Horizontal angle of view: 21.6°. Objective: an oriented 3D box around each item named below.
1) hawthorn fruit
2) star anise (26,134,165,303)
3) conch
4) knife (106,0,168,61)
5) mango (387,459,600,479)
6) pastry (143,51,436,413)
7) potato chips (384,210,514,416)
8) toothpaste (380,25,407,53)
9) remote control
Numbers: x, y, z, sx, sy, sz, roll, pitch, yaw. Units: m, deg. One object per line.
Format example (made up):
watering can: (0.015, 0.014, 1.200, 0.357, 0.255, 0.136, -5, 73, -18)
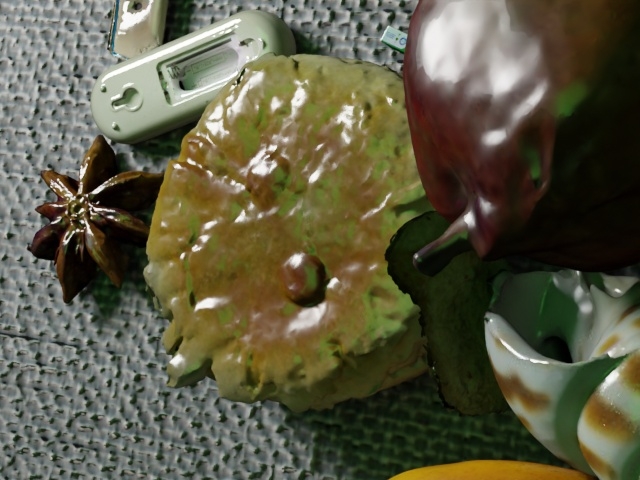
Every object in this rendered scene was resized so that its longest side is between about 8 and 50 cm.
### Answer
hawthorn fruit: (0.201, -0.127, 1.235, 0.308, 0.325, 0.308, 8, 111, 21)
star anise: (-0.219, -0.023, 1.613, 0.168, 0.057, 0.168, -5, 80, 30)
conch: (0.234, 0.116, 1.251, 0.183, 0.275, 0.148, -17, 114, -7)
knife: (-0.161, -0.351, 1.647, 0.089, 0.043, 0.365, 2, 85, 40)
mango: (0.149, 0.234, 1.309, 0.252, 0.154, 0.126, 9, 78, 19)
pastry: (0.000, 0.000, 1.435, 0.330, 0.136, 0.329, -3, 83, 28)
potato chips: (0.118, 0.068, 1.330, 0.026, 0.209, 0.142, 6, 66, 50)
toothpaste: (0.091, -0.165, 1.478, 0.083, 0.020, 0.017, 30, 95, 30)
remote control: (-0.124, -0.153, 1.582, 0.221, 0.042, 0.078, -19, 87, 24)
